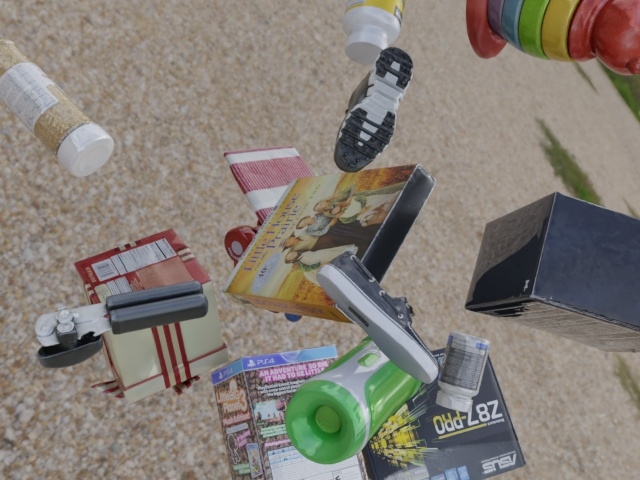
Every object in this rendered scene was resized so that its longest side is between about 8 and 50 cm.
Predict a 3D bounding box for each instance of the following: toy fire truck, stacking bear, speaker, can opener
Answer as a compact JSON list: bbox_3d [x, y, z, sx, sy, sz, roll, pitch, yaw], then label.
[{"bbox_3d":[-0.110,0.078,1.940,0.169,0.302,0.253,-31,131,-48],"label":"toy fire truck"},{"bbox_3d":[0.370,-0.326,1.080,0.289,0.175,0.164,35,-2,38],"label":"stacking bear"},{"bbox_3d":[0.063,0.229,1.133,0.131,0.131,0.296,59,27,6],"label":"speaker"},{"bbox_3d":[-0.326,0.131,1.227,0.280,0.093,0.074,-14,41,-16],"label":"can opener"}]

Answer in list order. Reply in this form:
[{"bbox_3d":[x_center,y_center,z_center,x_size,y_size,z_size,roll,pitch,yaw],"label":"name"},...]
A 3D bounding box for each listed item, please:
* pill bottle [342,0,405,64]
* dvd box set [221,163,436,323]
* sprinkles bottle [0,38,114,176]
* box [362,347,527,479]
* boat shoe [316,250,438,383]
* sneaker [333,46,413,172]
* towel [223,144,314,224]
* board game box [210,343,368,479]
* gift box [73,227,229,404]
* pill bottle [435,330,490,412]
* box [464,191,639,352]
[{"bbox_3d":[0.096,-0.410,1.320,0.103,0.103,0.184,28,66,-42],"label":"pill bottle"},{"bbox_3d":[0.000,0.000,1.424,0.062,0.420,0.307,41,69,-27],"label":"dvd box set"},{"bbox_3d":[-0.622,-0.298,1.663,0.355,0.121,0.121,43,25,12],"label":"sprinkles bottle"},{"bbox_3d":[0.255,0.425,1.745,0.395,0.097,0.318,-7,72,-24],"label":"box"},{"bbox_3d":[0.096,0.105,1.081,0.228,0.080,0.076,43,68,14],"label":"boat shoe"},{"bbox_3d":[0.075,-0.191,1.172,0.078,0.106,0.234,28,65,-9],"label":"sneaker"},{"bbox_3d":[-0.070,-0.081,1.748,0.237,0.037,0.329,-13,66,-48],"label":"towel"},{"bbox_3d":[-0.064,0.376,1.496,0.232,0.141,0.291,-1,70,-37],"label":"board game box"},{"bbox_3d":[-0.365,0.163,1.528,0.255,0.276,0.258,50,-28,48],"label":"gift box"},{"bbox_3d":[0.260,0.241,1.368,0.078,0.078,0.137,19,84,-49],"label":"pill bottle"},{"bbox_3d":[0.442,0.064,1.243,0.294,0.296,0.182,16,79,-7],"label":"box"}]
